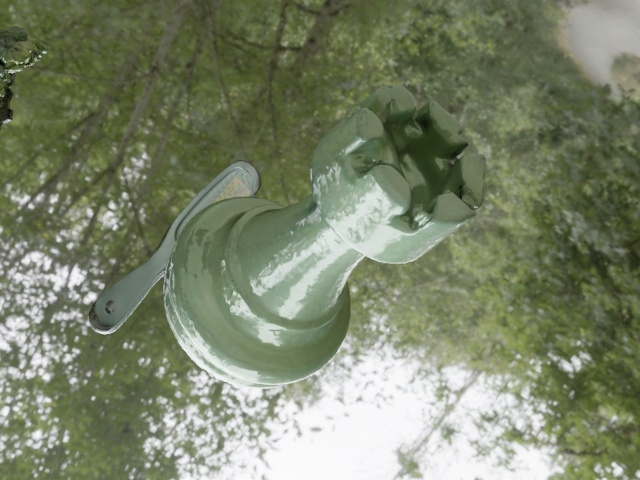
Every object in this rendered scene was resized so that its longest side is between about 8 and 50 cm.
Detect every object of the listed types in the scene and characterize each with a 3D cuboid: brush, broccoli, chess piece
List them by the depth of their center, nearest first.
[{"bbox_3d":[0.000,0.000,0.642,0.194,0.299,0.194,17,-124,-27],"label":"chess piece"},{"bbox_3d":[-0.178,0.016,0.950,0.068,0.297,0.060,52,-171,24],"label":"brush"},{"bbox_3d":[-0.477,-0.277,1.007,0.177,0.198,0.275,64,-155,-48],"label":"broccoli"}]
